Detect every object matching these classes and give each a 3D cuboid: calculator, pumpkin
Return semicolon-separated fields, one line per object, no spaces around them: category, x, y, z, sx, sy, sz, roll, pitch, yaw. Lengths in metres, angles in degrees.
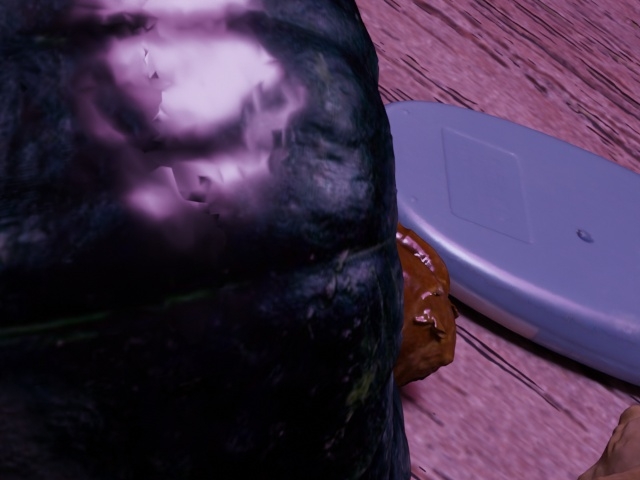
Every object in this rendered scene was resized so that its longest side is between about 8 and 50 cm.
calculator;0.152;0.005;1.109;0.303;0.042;0.188;20;33;-16
pumpkin;-0.092;0.013;0.646;0.238;0.315;0.315;-12;44;-5

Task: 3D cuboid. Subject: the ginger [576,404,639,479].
ginger;0.195;0.194;0.824;0.270;0.123;0.219;37;33;-14

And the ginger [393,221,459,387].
ginger;0.000;0.000;0.947;0.162;0.073;0.103;28;32;-9
